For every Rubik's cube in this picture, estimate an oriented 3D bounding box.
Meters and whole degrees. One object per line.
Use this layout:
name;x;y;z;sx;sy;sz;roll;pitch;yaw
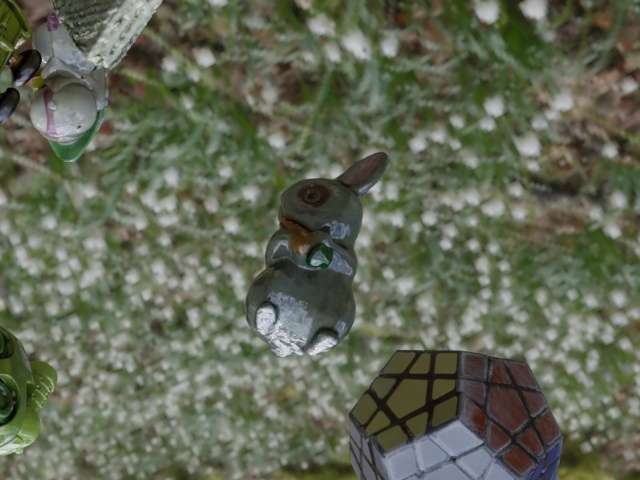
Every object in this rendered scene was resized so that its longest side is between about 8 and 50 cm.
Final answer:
Rubik's cube;0.192;0.298;1.930;0.319;0.264;0.319;-40;148;-32

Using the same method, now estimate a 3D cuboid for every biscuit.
biscuit;-0.143;-0.274;1.132;0.046;0.147;0.250;24;115;-42

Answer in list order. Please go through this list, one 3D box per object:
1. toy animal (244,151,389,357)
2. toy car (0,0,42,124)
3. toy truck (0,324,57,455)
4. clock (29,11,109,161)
toy animal;-0.003;0.000;1.468;0.127;0.251;0.125;-10;141;43
toy car;-0.495;-0.239;1.775;0.142;0.200;0.248;-28;-149;38
toy truck;-0.462;0.224;1.899;0.148;0.187;0.210;-27;135;23
clock;-0.356;-0.222;1.886;0.103;0.231;0.144;-6;171;8
